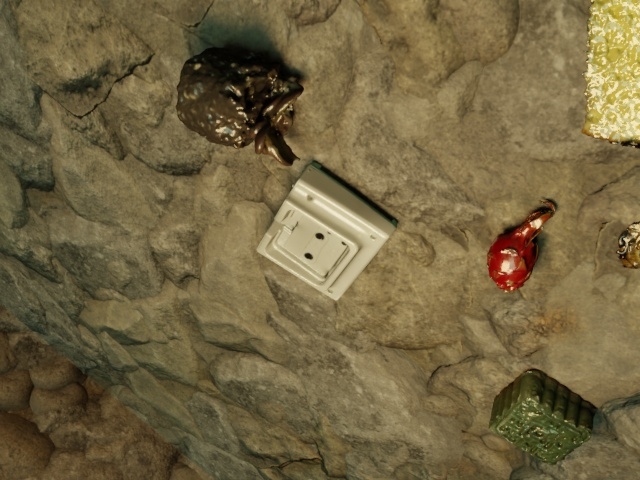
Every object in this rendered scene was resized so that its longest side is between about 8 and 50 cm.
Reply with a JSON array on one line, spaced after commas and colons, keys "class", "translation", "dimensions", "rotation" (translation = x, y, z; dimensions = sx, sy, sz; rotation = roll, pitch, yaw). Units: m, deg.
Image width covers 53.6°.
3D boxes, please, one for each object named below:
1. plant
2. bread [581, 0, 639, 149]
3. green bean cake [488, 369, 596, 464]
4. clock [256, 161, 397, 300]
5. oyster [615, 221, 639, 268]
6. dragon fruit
[{"class": "plant", "translation": [-0.149, -0.259, 1.206], "dimensions": [0.234, 0.178, 0.204], "rotation": [29, 134, 16]}, {"class": "bread", "translation": [0.442, -0.266, 0.873], "dimensions": [0.129, 0.134, 0.260], "rotation": [14, 126, 35]}, {"class": "green bean cake", "translation": [0.482, 0.395, 1.394], "dimensions": [0.181, 0.094, 0.173], "rotation": [32, 134, 4]}, {"class": "clock", "translation": [0.000, 0.000, 1.365], "dimensions": [0.231, 0.116, 0.262], "rotation": [36, 136, 1]}, {"class": "oyster", "translation": [0.595, 0.023, 1.066], "dimensions": [0.177, 0.056, 0.105], "rotation": [12, 122, 29]}, {"class": "dragon fruit", "translation": [0.369, 0.005, 1.177], "dimensions": [0.094, 0.094, 0.191], "rotation": [24, 112, 13]}]
